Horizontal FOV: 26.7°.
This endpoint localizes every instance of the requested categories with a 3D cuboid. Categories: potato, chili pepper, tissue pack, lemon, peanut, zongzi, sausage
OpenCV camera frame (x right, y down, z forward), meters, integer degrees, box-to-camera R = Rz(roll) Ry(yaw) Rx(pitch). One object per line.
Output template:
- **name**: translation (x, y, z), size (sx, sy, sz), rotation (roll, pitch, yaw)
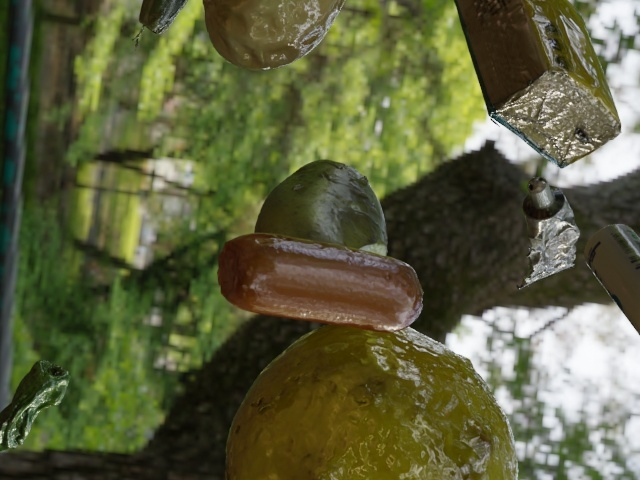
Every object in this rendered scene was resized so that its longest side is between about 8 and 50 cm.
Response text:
- **potato**: translation (0.000, 0.000, 1.748), size (0.298, 0.176, 0.141), rotation (-69, -178, -58)
- **chili pepper**: translation (-0.196, 0.114, 0.891), size (0.091, 0.030, 0.034), rotation (-50, -158, 29)
- **tissue pack**: translation (0.313, -0.260, 1.937), size (0.134, 0.192, 0.271), rotation (-37, -137, 28)
- **lemon**: translation (0.066, 0.267, 1.598), size (0.387, 0.350, 0.349), rotation (3, 95, -72)
- **peanut**: translation (-0.031, -0.384, 1.558), size (0.169, 0.192, 0.387), rotation (-107, -141, -71)
- **zongzi**: translation (-0.215, -0.348, 2.005), size (0.130, 0.062, 0.154), rotation (-10, 121, -63)
- **sausage**: translation (0.004, 0.039, 1.235), size (0.076, 0.198, 0.076), rotation (-170, -90, -72)

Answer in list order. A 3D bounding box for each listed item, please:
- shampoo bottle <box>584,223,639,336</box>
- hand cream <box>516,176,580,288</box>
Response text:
- **shampoo bottle**: translation (0.495, 0.096, 2.000), size (0.303, 0.092, 0.092), rotation (-115, -150, -50)
- **hand cream**: translation (0.282, -0.003, 1.671), size (0.050, 0.084, 0.257), rotation (60, -5, 30)
